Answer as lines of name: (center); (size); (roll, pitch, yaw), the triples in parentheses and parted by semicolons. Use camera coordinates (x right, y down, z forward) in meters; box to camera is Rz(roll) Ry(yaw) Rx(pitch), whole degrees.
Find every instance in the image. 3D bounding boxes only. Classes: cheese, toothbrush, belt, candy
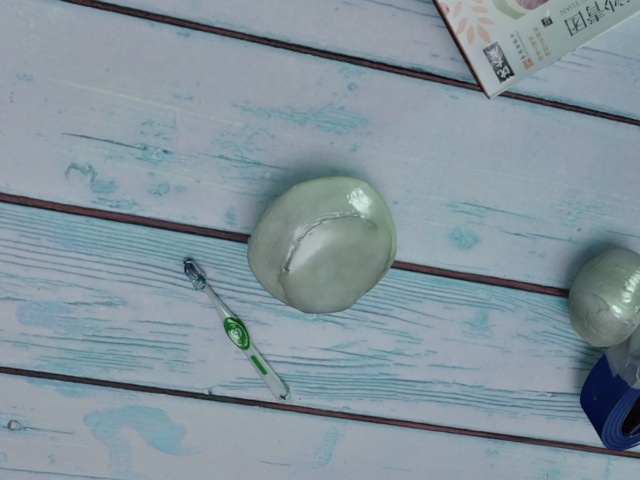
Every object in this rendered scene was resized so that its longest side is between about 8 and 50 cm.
cheese: (0.590, 0.109, 1.897); (0.154, 0.198, 0.189); (34, 73, 12)
toothbrush: (-0.169, 0.196, 1.939); (0.042, 0.040, 0.418); (-28, 122, 7)
belt: (0.696, 0.300, 1.993); (0.212, 0.117, 0.347); (8, 129, -24)
candy: (0.000, 0.000, 1.769); (0.295, 0.185, 0.296); (-9, 116, -20)

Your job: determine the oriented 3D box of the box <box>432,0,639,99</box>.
box: (0.341, -0.496, 1.578); (0.344, 0.122, 0.385); (-30, 117, 10)
